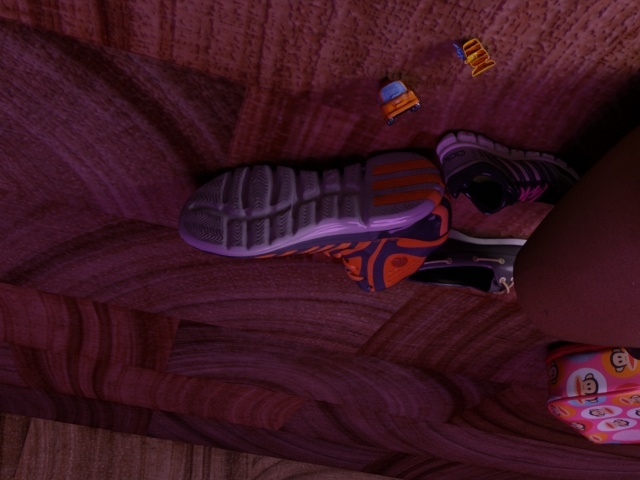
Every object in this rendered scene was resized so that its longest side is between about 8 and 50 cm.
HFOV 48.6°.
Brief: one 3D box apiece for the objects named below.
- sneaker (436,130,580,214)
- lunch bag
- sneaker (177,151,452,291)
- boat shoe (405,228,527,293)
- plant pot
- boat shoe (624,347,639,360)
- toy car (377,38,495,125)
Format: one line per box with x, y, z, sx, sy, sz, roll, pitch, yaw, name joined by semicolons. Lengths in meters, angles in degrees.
0.202;-0.058;0.758;0.170;0.075;0.063;15;150;-15;sneaker
0.547;0.260;1.204;0.258;0.120;0.293;-17;143;34;lunch bag
0.000;0.000;0.853;0.321;0.125;0.180;-3;148;16;sneaker
0.216;0.037;0.929;0.227;0.069;0.081;9;151;-3;boat shoe
0.320;0.008;0.695;0.237;0.237;0.254;20;151;-22;plant pot
0.499;0.107;1.016;0.060;0.064;0.178;-20;149;-22;boat shoe
0.103;-0.153;0.671;0.122;0.060;0.041;-28;94;22;toy car
